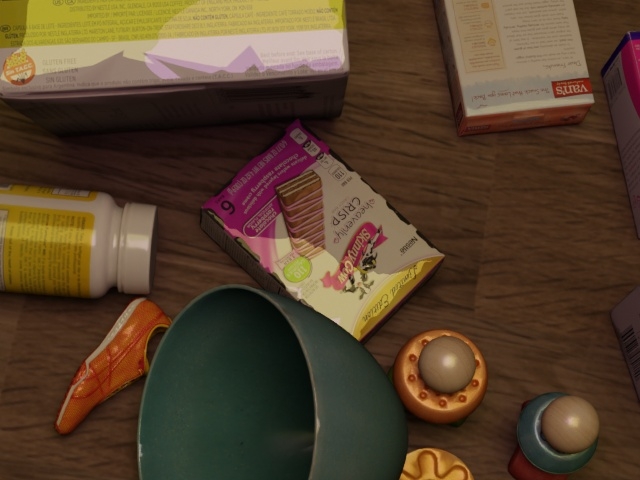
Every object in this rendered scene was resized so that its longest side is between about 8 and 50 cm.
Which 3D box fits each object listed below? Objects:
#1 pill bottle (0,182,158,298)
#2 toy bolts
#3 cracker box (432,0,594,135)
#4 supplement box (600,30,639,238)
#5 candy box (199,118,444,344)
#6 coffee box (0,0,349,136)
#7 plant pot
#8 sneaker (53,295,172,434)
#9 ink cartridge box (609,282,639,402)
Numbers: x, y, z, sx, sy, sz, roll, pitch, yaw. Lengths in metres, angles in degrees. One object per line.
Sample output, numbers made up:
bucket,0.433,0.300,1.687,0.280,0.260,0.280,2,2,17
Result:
pill bottle,-0.285,0.002,1.502,0.208,0.119,0.119,5,72,-3
toy bolts,0.180,0.211,1.453,0.228,0.158,0.218,11,71,-1
cracker box,0.224,-0.248,1.655,0.155,0.067,0.232,-6,72,-6
supplement box,0.414,-0.125,1.608,0.114,0.111,0.220,-5,73,-7
candy box,0.000,0.000,1.552,0.233,0.071,0.159,43,73,8
coffee box,-0.150,-0.301,1.452,0.338,0.337,0.334,-4,88,-2
plant pot,-0.026,0.198,1.405,0.195,0.290,0.290,9,67,-40
sneaker,-0.223,0.141,1.493,0.067,0.064,0.175,38,75,-3
ink cartridge box,0.506,0.063,1.471,0.309,0.272,0.130,-13,74,-10
